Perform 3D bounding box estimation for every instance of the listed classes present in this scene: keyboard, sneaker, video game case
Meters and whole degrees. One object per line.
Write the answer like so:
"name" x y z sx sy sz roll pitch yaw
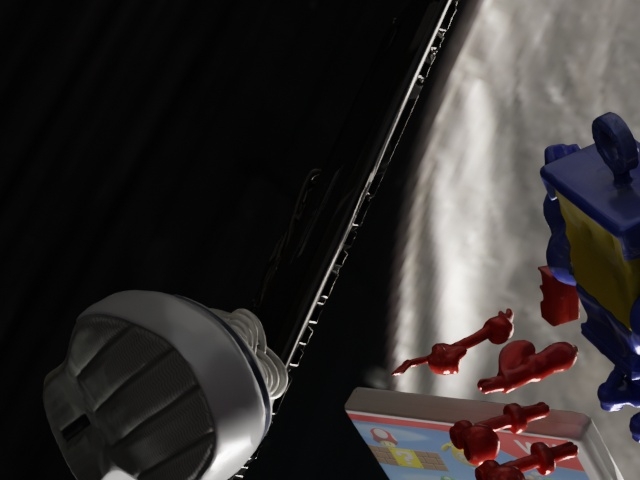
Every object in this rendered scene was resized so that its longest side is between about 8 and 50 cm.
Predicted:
"keyboard" 0.000 0.000 1.088 0.033 0.317 0.201 28 160 -8
"sneaker" -0.061 0.060 0.865 0.094 0.091 0.258 66 160 -2
"video game case" 0.159 0.219 1.439 0.204 0.025 0.285 3 138 38

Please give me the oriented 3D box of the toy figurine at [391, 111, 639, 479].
"toy figurine" 0.176 0.037 1.137 0.362 0.191 0.217 -130 29 -60
